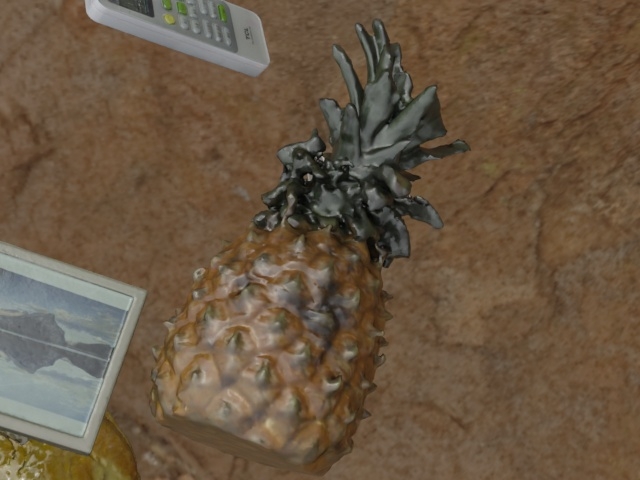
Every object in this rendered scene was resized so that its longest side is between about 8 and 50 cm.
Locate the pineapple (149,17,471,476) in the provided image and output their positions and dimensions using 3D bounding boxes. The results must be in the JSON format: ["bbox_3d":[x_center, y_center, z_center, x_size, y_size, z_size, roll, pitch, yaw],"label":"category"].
[{"bbox_3d":[0.000,0.000,0.763,0.169,0.169,0.340,14,75,26],"label":"pineapple"}]

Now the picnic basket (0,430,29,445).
[{"bbox_3d":[-0.442,0.178,1.447,0.139,0.165,0.267,43,161,-16],"label":"picnic basket"}]

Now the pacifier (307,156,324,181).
[{"bbox_3d":[-0.013,-0.067,1.325,0.099,0.078,0.081,69,155,21],"label":"pacifier"}]

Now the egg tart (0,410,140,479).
[{"bbox_3d":[-0.507,0.477,1.995,0.178,0.443,0.443,-25,91,35],"label":"egg tart"}]

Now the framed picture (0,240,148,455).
[{"bbox_3d":[-0.261,0.076,0.830,0.203,0.150,0.015,20,155,-7],"label":"framed picture"}]

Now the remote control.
[{"bbox_3d":[-0.177,-0.281,1.275,0.034,0.250,0.103,-43,46,38],"label":"remote control"}]
